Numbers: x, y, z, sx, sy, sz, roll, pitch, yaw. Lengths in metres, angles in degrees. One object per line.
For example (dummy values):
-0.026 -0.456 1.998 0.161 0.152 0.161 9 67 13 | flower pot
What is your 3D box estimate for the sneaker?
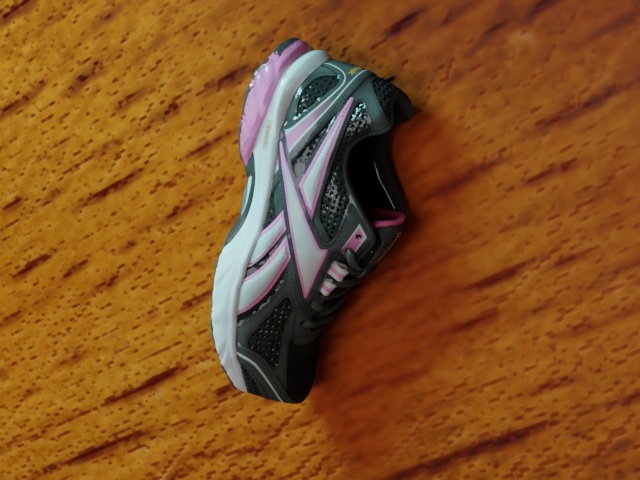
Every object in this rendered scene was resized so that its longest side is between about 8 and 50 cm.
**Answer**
0.000 0.000 0.854 0.077 0.072 0.178 17 116 24 | sneaker
